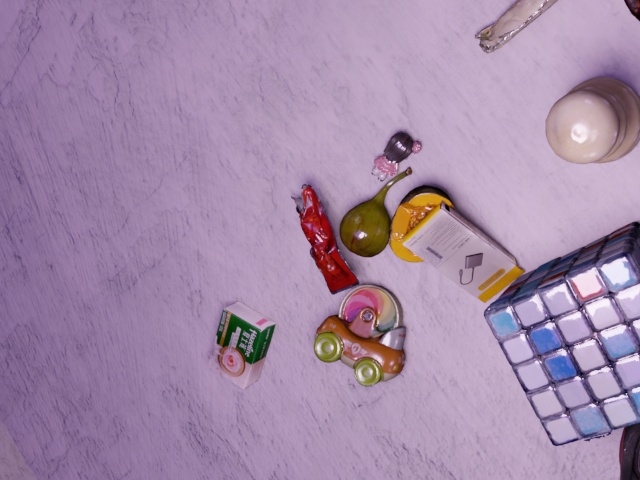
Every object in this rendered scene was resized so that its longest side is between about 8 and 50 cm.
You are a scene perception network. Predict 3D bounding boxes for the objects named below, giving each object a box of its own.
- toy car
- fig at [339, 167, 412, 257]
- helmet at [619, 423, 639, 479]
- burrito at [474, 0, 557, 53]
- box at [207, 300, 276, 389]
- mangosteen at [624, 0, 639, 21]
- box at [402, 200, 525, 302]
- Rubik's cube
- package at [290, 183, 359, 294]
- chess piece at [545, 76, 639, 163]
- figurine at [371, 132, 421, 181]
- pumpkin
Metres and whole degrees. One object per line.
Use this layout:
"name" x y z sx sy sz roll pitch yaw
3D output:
"toy car" 0.116 0.216 1.643 0.235 0.145 0.235 -1 86 21
"fig" 0.132 -0.073 1.582 0.124 0.124 0.236 32 97 20
"helmet" 0.686 0.389 1.334 0.198 0.154 0.253 12 127 7
"burrito" 0.407 -0.455 1.351 0.229 0.063 0.058 -35 93 33
"box" -0.217 0.286 1.874 0.135 0.081 0.199 26 115 23
"mangosteen" 0.602 -0.459 1.165 0.265 0.228 0.228 -162 65 -66
"box" 0.309 0.030 1.483 0.247 0.033 0.129 36 120 -16
"Rubik's cube" 0.526 0.170 1.292 0.292 0.287 0.293 -33 85 31
"package" 0.000 0.000 1.652 0.194 0.071 0.270 143 107 -76
"chess piece" 0.485 -0.211 1.223 0.167 0.299 0.167 6 103 27
"figurine" 0.168 -0.187 1.556 0.072 0.054 0.129 44 121 10
"pumpkin" 0.222 -0.050 1.520 0.119 0.108 0.183 18 123 -12
